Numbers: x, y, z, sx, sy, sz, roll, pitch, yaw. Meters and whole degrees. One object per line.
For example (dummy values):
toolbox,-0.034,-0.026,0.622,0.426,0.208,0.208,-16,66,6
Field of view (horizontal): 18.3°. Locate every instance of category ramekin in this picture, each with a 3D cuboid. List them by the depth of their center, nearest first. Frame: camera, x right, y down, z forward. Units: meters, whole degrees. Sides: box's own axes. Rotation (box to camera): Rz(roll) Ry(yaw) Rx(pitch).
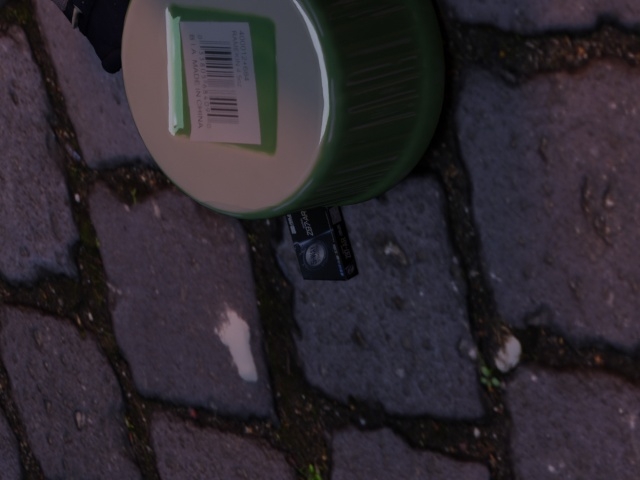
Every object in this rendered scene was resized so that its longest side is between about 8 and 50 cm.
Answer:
ramekin,-0.047,-0.164,1.882,0.303,0.148,0.303,14,113,36

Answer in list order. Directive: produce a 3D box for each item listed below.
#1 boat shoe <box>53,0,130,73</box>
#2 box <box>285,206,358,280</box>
boat shoe,-0.168,-0.295,2.007,0.158,0.127,0.340,54,148,-1
box,0.000,0.000,2.062,0.067,0.018,0.083,1,112,46
